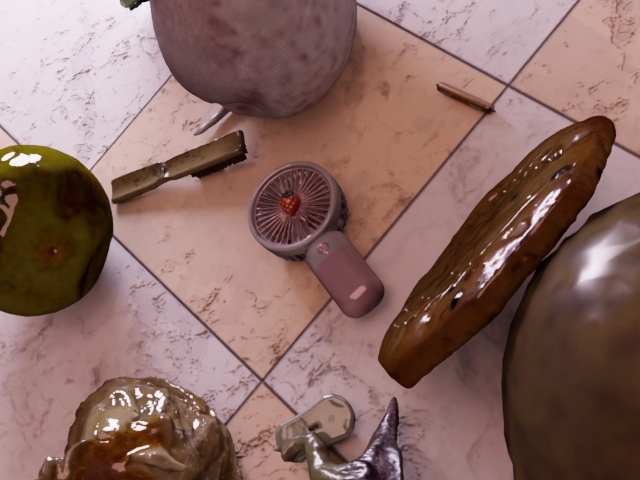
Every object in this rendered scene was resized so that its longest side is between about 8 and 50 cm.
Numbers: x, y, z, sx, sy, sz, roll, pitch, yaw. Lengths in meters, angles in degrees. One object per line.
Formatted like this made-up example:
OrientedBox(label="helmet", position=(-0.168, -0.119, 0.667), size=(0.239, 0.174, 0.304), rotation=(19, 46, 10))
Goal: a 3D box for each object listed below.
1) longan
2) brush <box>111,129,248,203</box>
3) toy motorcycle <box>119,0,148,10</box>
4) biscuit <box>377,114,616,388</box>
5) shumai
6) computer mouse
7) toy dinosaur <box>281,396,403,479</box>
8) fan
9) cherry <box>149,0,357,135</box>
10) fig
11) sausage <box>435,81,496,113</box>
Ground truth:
OrientedBox(label="longan", position=(0.348, 0.142, 0.780), size=(0.391, 0.391, 0.391), rotation=(-11, 62, 22))
OrientedBox(label="brush", position=(-0.211, -0.103, 1.372), size=(0.248, 0.036, 0.043), rotation=(-19, 55, 26))
OrientedBox(label="toy motorcycle", position=(-0.228, -0.518, 1.478), size=(0.331, 0.196, 0.125), rotation=(-38, 56, 4))
OrientedBox(label="biscuit", position=(0.176, 0.008, 0.967), size=(0.046, 0.359, 0.359), rotation=(41, 88, -2))
OrientedBox(label="shumai", position=(-0.255, 0.275, 1.076), size=(0.267, 0.262, 0.314), rotation=(-29, 55, 11))
OrientedBox(label="computer mouse", position=(-0.007, 0.227, 1.108), size=(0.110, 0.032, 0.056), rotation=(-31, 73, 9))
OrientedBox(label="toy dinosaur", position=(0.031, 0.310, 0.995), size=(0.162, 0.077, 0.294), rotation=(-27, 48, 34))
OrientedBox(label="fan", position=(0.000, 0.000, 1.190), size=(0.130, 0.074, 0.244), rotation=(-40, 56, 3))
OrientedBox(label="cherry", position=(-0.099, -0.328, 1.262), size=(0.291, 0.335, 0.326), rotation=(-25, 80, -5))
OrientedBox(label="fig", position=(-0.425, -0.020, 1.326), size=(0.239, 0.239, 0.271), rotation=(-56, 32, -7))
OrientedBox(label="sausage", position=(0.191, -0.188, 1.220), size=(0.100, 0.015, 0.015), rotation=(32, 83, 34))
